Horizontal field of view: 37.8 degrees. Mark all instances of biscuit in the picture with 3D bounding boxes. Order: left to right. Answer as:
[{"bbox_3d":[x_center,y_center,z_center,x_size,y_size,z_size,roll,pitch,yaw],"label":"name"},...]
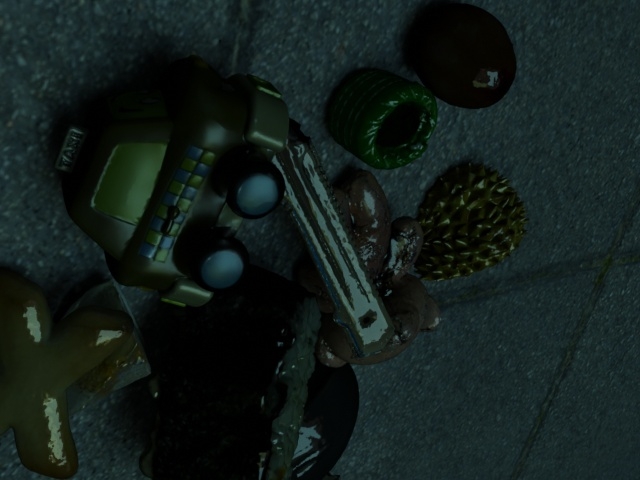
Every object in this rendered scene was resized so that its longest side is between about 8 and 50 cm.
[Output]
[{"bbox_3d":[-0.308,0.146,0.995,0.164,0.047,0.208,22,104,-9],"label":"biscuit"}]

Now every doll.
[{"bbox_3d":[0.070,0.056,1.271,0.201,0.156,0.303,-25,131,-11],"label":"doll"}]

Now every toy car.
[{"bbox_3d":[-0.163,-0.070,0.944,0.198,0.204,0.248,20,108,-26],"label":"toy car"}]

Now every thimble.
[{"bbox_3d":[0.080,-0.152,1.167,0.130,0.090,0.118,19,103,-50],"label":"thimble"}]

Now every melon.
[{"bbox_3d":[-0.246,0.144,1.079,0.202,0.093,0.139,-54,149,12],"label":"melon"}]

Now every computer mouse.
[{"bbox_3d":[-0.021,0.284,1.359,0.270,0.086,0.137,-50,131,-22],"label":"computer mouse"}]

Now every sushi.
[{"bbox_3d":[-0.109,0.206,1.160,0.211,0.171,0.350,-42,144,-72],"label":"sushi"}]

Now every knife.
[{"bbox_3d":[-0.001,-0.003,1.156,0.089,0.043,0.365,-27,115,2],"label":"knife"}]

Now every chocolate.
[{"bbox_3d":[0.186,-0.231,1.178,0.127,0.133,0.124,-9,121,-43],"label":"chocolate"}]

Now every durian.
[{"bbox_3d":[0.225,-0.024,1.397,0.182,0.165,0.132,-7,164,-6],"label":"durian"}]

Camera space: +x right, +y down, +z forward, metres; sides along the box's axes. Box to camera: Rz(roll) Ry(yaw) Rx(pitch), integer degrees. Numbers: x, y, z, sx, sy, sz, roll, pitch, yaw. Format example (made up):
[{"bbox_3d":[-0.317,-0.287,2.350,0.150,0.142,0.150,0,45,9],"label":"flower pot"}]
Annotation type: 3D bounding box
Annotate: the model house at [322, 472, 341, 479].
[{"bbox_3d":[-0.054,0.492,1.466,0.271,0.178,0.206,-35,139,-24],"label":"model house"}]
